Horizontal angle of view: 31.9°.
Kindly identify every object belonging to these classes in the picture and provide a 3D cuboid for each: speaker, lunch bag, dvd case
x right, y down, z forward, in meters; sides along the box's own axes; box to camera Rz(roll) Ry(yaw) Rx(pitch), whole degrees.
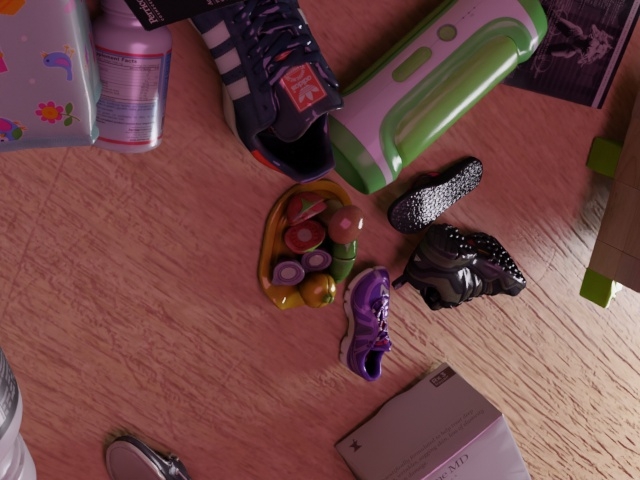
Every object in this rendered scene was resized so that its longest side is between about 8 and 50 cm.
[{"bbox_3d":[0.129,-0.191,1.334,0.296,0.131,0.131,-42,131,-8],"label":"speaker"},{"bbox_3d":[-0.340,-0.190,0.985,0.262,0.160,0.223,-6,125,-5],"label":"lunch bag"},{"bbox_3d":[0.332,-0.273,1.500,0.221,0.018,0.164,7,110,-36],"label":"dvd case"}]

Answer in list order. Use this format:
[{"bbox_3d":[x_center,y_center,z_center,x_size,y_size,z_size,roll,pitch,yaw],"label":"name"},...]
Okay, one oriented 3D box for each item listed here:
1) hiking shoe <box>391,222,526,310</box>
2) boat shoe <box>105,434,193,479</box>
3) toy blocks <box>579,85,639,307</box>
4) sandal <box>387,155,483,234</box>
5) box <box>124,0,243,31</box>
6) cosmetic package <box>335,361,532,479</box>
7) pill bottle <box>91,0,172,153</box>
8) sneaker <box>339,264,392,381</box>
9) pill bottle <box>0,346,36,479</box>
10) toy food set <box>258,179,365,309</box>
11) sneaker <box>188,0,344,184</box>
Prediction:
[{"bbox_3d":[0.193,0.047,1.556,0.227,0.086,0.114,20,124,-43],"label":"hiking shoe"},{"bbox_3d":[-0.207,0.308,1.443,0.206,0.075,0.065,59,34,-35],"label":"boat shoe"},{"bbox_3d":[0.547,-0.090,1.669,0.261,0.191,0.381,-12,121,-43],"label":"toy blocks"},{"bbox_3d":[0.146,-0.063,1.483,0.179,0.040,0.067,-31,136,-35],"label":"sandal"},{"bbox_3d":[-0.125,-0.316,0.907,0.184,0.103,0.261,-13,136,22],"label":"box"},{"bbox_3d":[0.203,0.394,1.698,0.217,0.156,0.385,-37,132,-9],"label":"cosmetic package"},{"bbox_3d":[-0.197,-0.176,1.140,0.087,0.087,0.160,-6,118,-32],"label":"pill bottle"},{"bbox_3d":[0.074,0.113,1.505,0.068,0.071,0.170,-13,121,-29],"label":"sneaker"},{"bbox_3d":[-0.414,0.133,1.083,0.210,0.210,0.363,-27,128,-19],"label":"pill bottle"},{"bbox_3d":[0.000,0.000,1.388,0.128,0.071,0.218,-7,118,-32],"label":"toy food set"},{"bbox_3d":[-0.047,-0.195,1.147,0.131,0.148,0.350,-34,143,-11],"label":"sneaker"}]
